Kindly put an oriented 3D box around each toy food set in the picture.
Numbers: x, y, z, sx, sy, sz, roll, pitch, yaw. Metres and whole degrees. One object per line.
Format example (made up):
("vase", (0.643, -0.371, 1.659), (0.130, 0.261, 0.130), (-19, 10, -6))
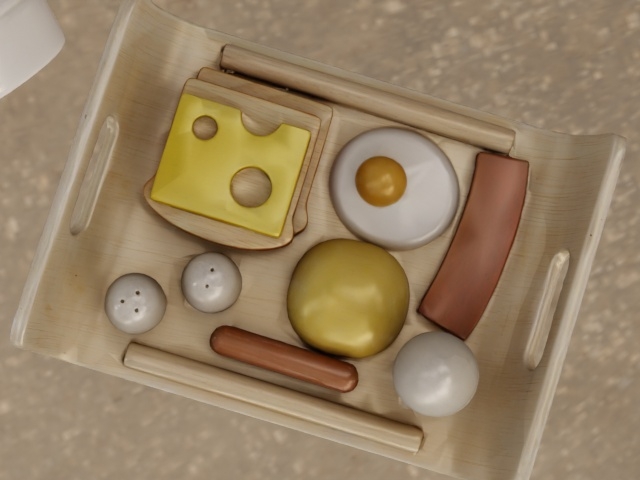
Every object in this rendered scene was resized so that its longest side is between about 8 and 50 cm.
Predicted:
("toy food set", (0.000, 0.000, 0.989), (0.306, 0.092, 0.219), (17, 84, -1))

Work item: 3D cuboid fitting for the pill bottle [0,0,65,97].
("pill bottle", (-0.177, -0.135, 0.637), (0.112, 0.112, 0.186), (-13, 116, 36))
